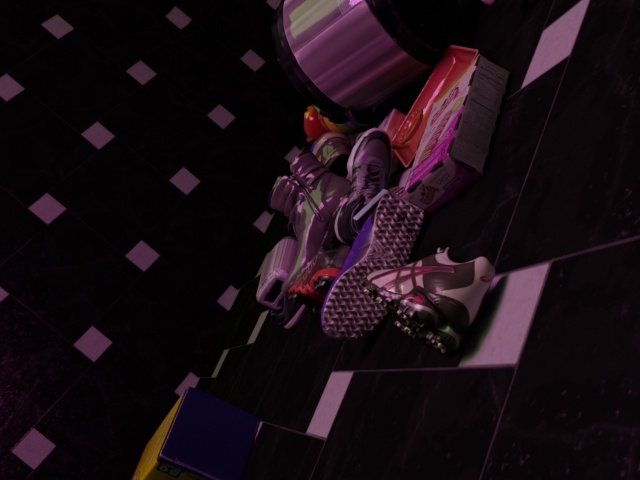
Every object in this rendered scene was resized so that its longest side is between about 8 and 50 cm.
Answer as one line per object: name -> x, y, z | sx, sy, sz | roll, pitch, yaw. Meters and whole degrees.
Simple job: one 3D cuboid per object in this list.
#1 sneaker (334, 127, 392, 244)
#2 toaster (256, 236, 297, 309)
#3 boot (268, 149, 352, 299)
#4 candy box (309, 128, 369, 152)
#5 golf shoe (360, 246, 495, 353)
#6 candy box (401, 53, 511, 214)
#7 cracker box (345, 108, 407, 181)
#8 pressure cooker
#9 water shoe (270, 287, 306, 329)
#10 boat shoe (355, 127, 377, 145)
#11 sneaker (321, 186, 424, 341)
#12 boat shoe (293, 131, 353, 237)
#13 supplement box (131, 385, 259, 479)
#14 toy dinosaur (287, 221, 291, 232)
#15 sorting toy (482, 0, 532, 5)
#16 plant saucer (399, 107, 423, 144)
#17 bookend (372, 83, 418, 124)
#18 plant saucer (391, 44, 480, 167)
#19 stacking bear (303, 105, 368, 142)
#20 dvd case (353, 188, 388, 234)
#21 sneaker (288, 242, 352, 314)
sneaker -> 0.111, -0.112, 1.430 | 0.153, 0.101, 0.268 | -146, 71, -76
toaster -> -0.092, 0.097, 1.836 | 0.227, 0.129, 0.146 | -53, 18, 44
boot -> -0.047, -0.037, 1.645 | 0.338, 0.223, 0.118 | -56, -20, 0
candy box -> 0.080, -0.384, 2.251 | 0.268, 0.122, 0.317 | -64, 12, -3
golf shoe -> 0.145, 0.071, 0.898 | 0.120, 0.105, 0.273 | -47, 15, -7
candy box -> 0.232, -0.181, 1.130 | 0.159, 0.071, 0.233 | -46, 19, 59
cracker box -> 0.139, -0.202, 1.647 | 0.232, 0.067, 0.155 | -45, 20, 61
pressure cooker -> 0.085, -0.517, 1.625 | 0.420, 0.376, 0.369 | -25, 37, 41
water shoe -> -0.060, 0.134, 1.706 | 0.203, 0.080, 0.073 | -61, 11, 5
boat shoe -> 0.136, -0.266, 1.807 | 0.066, 0.066, 0.183 | -39, -2, -22
sneaker -> 0.089, 0.053, 1.180 | 0.293, 0.102, 0.146 | -60, 3, -16
boat shoe -> 0.004, -0.125, 1.851 | 0.130, 0.133, 0.355 | -111, 31, -58
supplement box -> -0.324, 0.550, 1.602 | 0.356, 0.194, 0.195 | -54, 13, 40
toy dinosaur -> 0.009, -0.126, 2.041 | 0.313, 0.121, 0.160 | -61, -3, 34
sorting toy -> 0.416, -0.577, 1.206 | 0.257, 0.089, 0.255 | -51, 15, 48
plant saucer -> 0.191, -0.237, 1.374 | 0.083, 0.013, 0.083 | -58, 11, 18
bookend -> 0.201, -0.367, 1.757 | 0.156, 0.072, 0.157 | -60, 11, 8
plant saucer -> 0.246, -0.279, 1.383 | 0.258, 0.048, 0.259 | -59, 12, 15
stacking bear -> 0.062, -0.386, 1.979 | 0.289, 0.164, 0.175 | -20, 50, 42
dvd case -> 0.105, -0.033, 1.266 | 0.087, 0.013, 0.119 | -44, -32, -16
sneaker -> 0.012, 0.080, 1.453 | 0.276, 0.098, 0.135 | -36, 28, 63
